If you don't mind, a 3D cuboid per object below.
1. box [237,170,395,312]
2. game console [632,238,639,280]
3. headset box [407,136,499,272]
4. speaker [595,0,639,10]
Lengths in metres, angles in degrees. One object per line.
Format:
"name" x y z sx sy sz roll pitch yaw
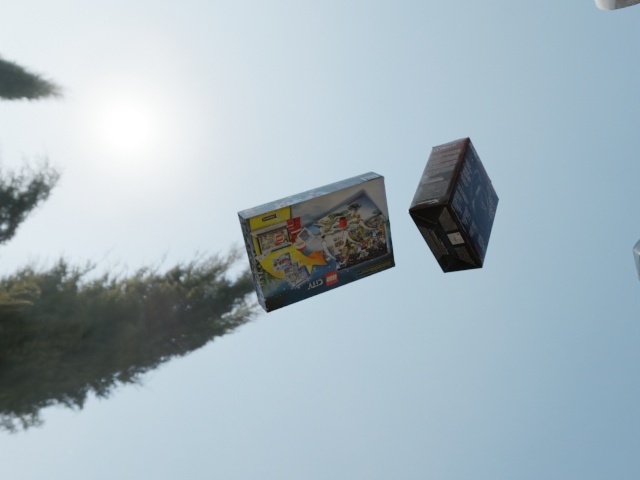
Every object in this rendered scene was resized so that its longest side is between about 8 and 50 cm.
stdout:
"box" 0.000 0.000 0.919 0.044 0.233 0.159 37 -40 59
"game console" 0.383 -0.106 0.435 0.044 0.213 0.361 40 -99 7
"headset box" 0.099 -0.028 0.422 0.032 0.062 0.083 -11 -142 36
"speaker" 0.142 -0.187 0.288 0.055 0.136 0.055 -27 -155 14
